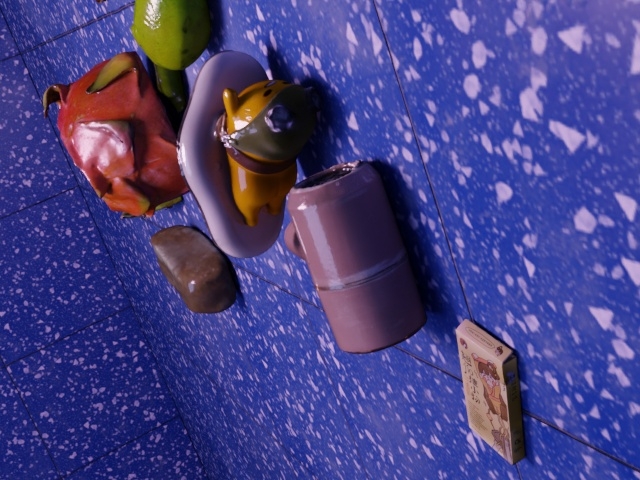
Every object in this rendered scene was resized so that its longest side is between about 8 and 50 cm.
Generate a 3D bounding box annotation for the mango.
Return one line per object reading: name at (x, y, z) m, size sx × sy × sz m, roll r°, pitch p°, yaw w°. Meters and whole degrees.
mango at (-0.200, -0.301, 1.127) m, size 0.119 × 0.100 × 0.178 m, roll 58°, pitch 159°, yaw 18°

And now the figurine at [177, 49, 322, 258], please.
figurine at (-0.053, -0.094, 0.983) m, size 0.141 × 0.166 × 0.250 m, roll 8°, pitch 118°, yaw 42°

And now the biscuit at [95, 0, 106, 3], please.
biscuit at (-0.410, -0.518, 1.497) m, size 0.131 × 0.026 × 0.237 m, roll 47°, pitch 154°, yaw 42°

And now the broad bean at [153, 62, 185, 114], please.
broad bean at (-0.239, -0.278, 1.335) m, size 0.061 × 0.046 × 0.195 m, roll 59°, pitch 158°, yaw 22°

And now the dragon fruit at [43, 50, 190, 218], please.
dragon fruit at (-0.341, -0.166, 1.463) m, size 0.290 × 0.189 × 0.290 m, roll 63°, pitch 174°, yaw 12°

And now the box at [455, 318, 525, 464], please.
box at (0.173, 0.155, 0.866) m, size 0.073 × 0.020 × 0.149 m, roll 38°, pitch 147°, yaw 52°

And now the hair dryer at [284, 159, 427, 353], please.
hair dryer at (0.000, 0.000, 1.019) m, size 0.189 × 0.107 × 0.344 m, roll 69°, pitch 166°, yaw -14°

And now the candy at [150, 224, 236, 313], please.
candy at (-0.254, 0.052, 1.696) m, size 0.234 × 0.102 × 0.104 m, roll 43°, pitch 152°, yaw 51°

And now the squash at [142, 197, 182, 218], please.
squash at (-0.411, -0.192, 1.787) m, size 0.203 × 0.111 × 0.288 m, roll 4°, pitch 116°, yaw 66°
